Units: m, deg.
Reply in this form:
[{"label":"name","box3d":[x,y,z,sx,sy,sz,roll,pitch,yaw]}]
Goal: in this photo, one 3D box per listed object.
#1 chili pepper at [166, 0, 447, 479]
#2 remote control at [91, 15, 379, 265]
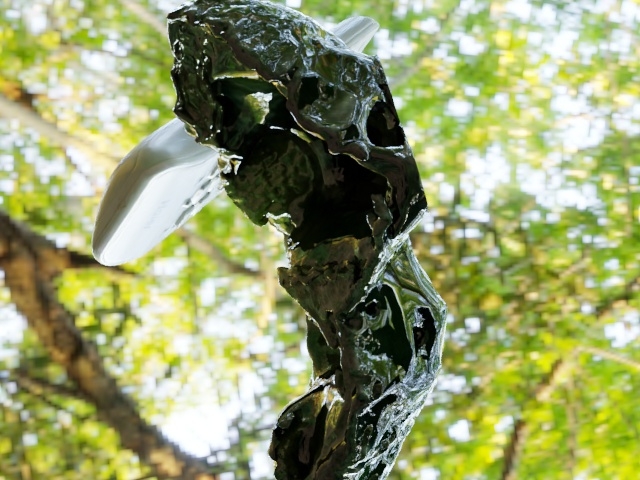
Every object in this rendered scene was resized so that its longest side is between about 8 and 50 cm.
[{"label":"chili pepper","box3d":[0.006,-0.005,0.806,0.116,0.148,0.265,-12,-70,11]},{"label":"remote control","box3d":[-0.063,-0.085,1.193,0.055,0.313,0.109,41,-52,5]}]
